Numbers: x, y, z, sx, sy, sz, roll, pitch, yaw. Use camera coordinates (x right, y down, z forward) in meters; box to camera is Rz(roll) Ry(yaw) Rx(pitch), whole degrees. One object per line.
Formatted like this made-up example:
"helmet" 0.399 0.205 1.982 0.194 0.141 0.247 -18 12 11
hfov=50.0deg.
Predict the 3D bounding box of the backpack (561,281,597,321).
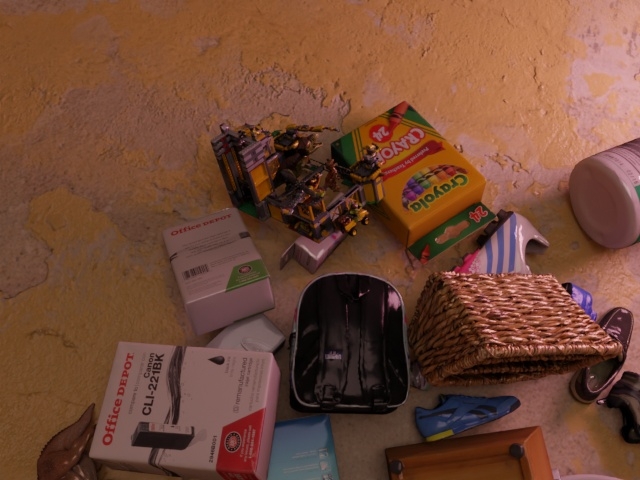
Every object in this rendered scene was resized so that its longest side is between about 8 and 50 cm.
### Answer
"backpack" 0.500 0.153 1.386 0.101 0.098 0.120 25 61 -19

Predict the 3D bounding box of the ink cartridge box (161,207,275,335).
"ink cartridge box" -0.196 0.052 1.301 0.160 0.092 0.219 -18 42 -11

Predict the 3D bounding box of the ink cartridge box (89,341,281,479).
"ink cartridge box" -0.217 0.285 1.140 0.273 0.114 0.197 3 62 8

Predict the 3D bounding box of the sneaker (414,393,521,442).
"sneaker" 0.282 0.321 1.320 0.209 0.069 0.082 -15 70 -10

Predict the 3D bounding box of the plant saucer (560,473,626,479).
"plant saucer" 0.478 0.608 1.174 0.400 0.100 0.400 -13 42 12

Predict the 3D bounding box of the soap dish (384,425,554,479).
"soap dish" 0.261 0.459 1.193 0.291 0.118 0.229 -14 71 18

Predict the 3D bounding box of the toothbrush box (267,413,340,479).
"toothbrush box" -0.070 0.471 1.203 0.216 0.126 0.295 -8 71 -7

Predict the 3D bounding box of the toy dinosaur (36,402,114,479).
"toy dinosaur" -0.441 0.431 1.188 0.200 0.127 0.296 -19 65 5

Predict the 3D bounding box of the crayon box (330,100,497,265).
"crayon box" 0.192 -0.126 1.413 0.202 0.081 0.318 -32 63 -15

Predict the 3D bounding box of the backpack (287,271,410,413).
"backpack" 0.050 0.192 1.275 0.225 0.191 0.253 2 73 -5

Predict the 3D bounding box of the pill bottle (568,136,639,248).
"pill bottle" 0.731 -0.133 1.445 0.361 0.204 0.204 -21 75 -11

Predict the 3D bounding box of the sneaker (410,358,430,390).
"sneaker" 0.187 0.241 1.352 0.069 0.038 0.098 13 70 -2

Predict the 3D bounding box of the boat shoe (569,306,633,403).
"boat shoe" 0.579 0.227 1.378 0.080 0.073 0.223 34 72 6

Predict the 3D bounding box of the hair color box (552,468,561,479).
"hair color box" 0.374 0.470 1.257 0.141 0.043 0.072 -14 45 12

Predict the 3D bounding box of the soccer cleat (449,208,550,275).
"soccer cleat" 0.338 0.080 1.378 0.143 0.116 0.331 38 71 12

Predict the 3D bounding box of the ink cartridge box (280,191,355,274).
"ink cartridge box" 0.000 0.000 1.379 0.061 0.104 0.181 40 73 9

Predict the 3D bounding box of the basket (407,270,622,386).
"basket" 0.331 0.201 1.240 0.299 0.213 0.223 2 33 -23

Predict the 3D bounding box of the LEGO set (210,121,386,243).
"LEGO set" -0.046 -0.154 1.304 0.255 0.192 0.331 -34 44 -22

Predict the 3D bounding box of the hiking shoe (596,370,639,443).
"hiking shoe" 0.651 0.370 1.344 0.114 0.086 0.227 -41 74 -3

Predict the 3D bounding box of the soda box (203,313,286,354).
"soda box" -0.197 0.253 1.282 0.286 0.091 0.098 -42 81 -17
